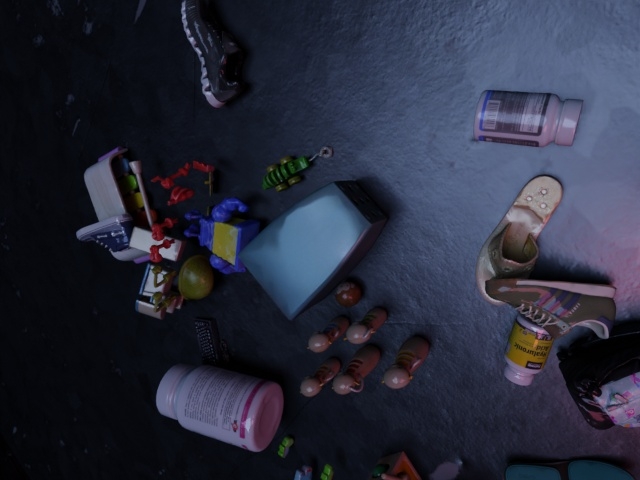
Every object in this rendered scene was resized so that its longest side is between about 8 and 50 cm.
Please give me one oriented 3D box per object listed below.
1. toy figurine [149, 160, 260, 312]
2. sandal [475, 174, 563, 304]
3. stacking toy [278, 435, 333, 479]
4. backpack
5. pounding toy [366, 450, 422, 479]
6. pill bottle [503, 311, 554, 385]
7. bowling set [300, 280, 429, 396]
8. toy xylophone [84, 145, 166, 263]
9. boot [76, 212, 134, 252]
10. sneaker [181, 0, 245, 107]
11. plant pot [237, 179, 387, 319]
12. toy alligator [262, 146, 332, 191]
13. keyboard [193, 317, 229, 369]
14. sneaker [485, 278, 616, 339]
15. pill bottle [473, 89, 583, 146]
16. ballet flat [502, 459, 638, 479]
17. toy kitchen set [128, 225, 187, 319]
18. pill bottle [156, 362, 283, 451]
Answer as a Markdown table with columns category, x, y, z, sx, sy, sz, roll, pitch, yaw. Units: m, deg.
| category | x | y | z | sx | sy | sz | roll | pitch | yaw |
| --- | --- | --- | --- | --- | --- | --- | --- | --- | --- |
| toy figurine | -0.231 | 0.026 | 0.967 | 0.218 | 0.191 | 0.362 | 19 | 113 | 20 |
| sandal | 0.310 | 0.010 | 0.699 | 0.088 | 0.079 | 0.239 | 27 | 115 | 22 |
| stacking toy | -0.045 | 0.613 | 1.052 | 0.167 | 0.052 | 0.220 | 12 | 92 | 44 |
| backpack | 0.464 | 0.198 | 0.635 | 0.182 | 0.152 | 0.115 | -31 | 92 | 21 |
| pounding toy | 0.156 | 0.515 | 0.896 | 0.100 | 0.130 | 0.141 | -37 | 83 | 32 |
| pill bottle | 0.350 | 0.183 | 0.731 | 0.065 | 0.065 | 0.116 | 19 | 113 | 25 |
| bowling set | 0.046 | 0.196 | 0.861 | 0.287 | 0.154 | 0.199 | -27 | 89 | 33 |
| toy xylophone | -0.510 | -0.090 | 1.154 | 0.237 | 0.081 | 0.322 | -6 | 100 | 30 |
| boot | -0.547 | -0.004 | 1.107 | 0.190 | 0.069 | 0.085 | -16 | 92 | 29 |
| sneaker | -0.212 | -0.404 | 0.900 | 0.106 | 0.078 | 0.234 | -7 | 103 | 29 |
| plant pot | 0.000 | 0.000 | 0.837 | 0.165 | 0.165 | 0.234 | 49 | 114 | 10 |
| toy alligator | -0.062 | -0.146 | 0.892 | 0.190 | 0.051 | 0.056 | -23 | 91 | 33 |
| keyboard | -0.291 | 0.297 | 1.166 | 0.108 | 0.023 | 0.180 | -2 | 103 | 31 |
| sneaker | 0.353 | 0.107 | 0.663 | 0.192 | 0.064 | 0.086 | 4 | 78 | 5 |
| pill bottle | 0.308 | -0.182 | 0.649 | 0.137 | 0.078 | 0.078 | 14 | 110 | 26 |
| ballet flat | 0.434 | 0.427 | 0.758 | 0.213 | 0.072 | 0.068 | -17 | 122 | 33 |
| toy kitchen set | -0.412 | 0.077 | 1.109 | 0.122 | 0.166 | 0.206 | 18 | 93 | 1 |
| pill bottle | -0.249 | 0.400 | 1.070 | 0.283 | 0.160 | 0.160 | 7 | 107 | 22 |
